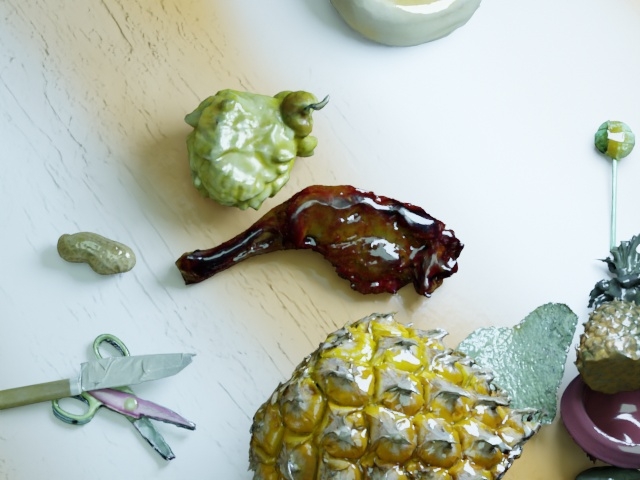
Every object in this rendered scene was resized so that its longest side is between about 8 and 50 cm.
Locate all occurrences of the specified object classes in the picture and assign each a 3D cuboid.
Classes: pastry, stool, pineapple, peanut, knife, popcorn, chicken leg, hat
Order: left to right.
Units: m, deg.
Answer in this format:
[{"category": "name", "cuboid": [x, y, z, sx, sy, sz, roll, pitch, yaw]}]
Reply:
[{"category": "knife", "cuboid": [-0.313, 0.184, 1.509, 0.298, 0.017, 0.047, -10, 65, -2]}, {"category": "peanut", "cuboid": [-0.311, 0.017, 1.557, 0.113, 0.054, 0.054, 16, 73, 1]}, {"category": "popcorn", "cuboid": [-0.089, -0.133, 1.571, 0.195, 0.173, 0.168, -11, 63, -14]}, {"category": "chicken leg", "cuboid": [0.000, 0.000, 1.581, 0.407, 0.096, 0.158, -1, 93, -5]}, {"category": "pineapple", "cuboid": [0.084, 0.265, 1.399, 0.300, 0.352, 0.352, 40, 74, 16]}, {"category": "pastry", "cuboid": [0.122, -0.410, 1.682, 0.265, 0.133, 0.265, 2, 74, -7]}, {"category": "stool", "cuboid": [0.397, 0.362, 1.521, 0.096, 0.096, 0.110, -4, 81, -8]}, {"category": "pineapple", "cuboid": [0.415, 0.096, 1.560, 0.125, 0.125, 0.251, 20, 48, -1]}, {"category": "hat", "cuboid": [0.431, 0.247, 1.544, 0.205, 0.089, 0.205, -2, 41, 2]}]

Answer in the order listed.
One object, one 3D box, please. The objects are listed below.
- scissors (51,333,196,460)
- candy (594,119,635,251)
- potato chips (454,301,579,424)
[{"category": "scissors", "cuboid": [-0.260, 0.224, 1.519, 0.187, 0.020, 0.133, 33, 77, 5]}, {"category": "candy", "cuboid": [0.438, -0.081, 1.676, 0.061, 0.061, 0.202, 5, 82, -5]}, {"category": "potato chips", "cuboid": [0.271, 0.184, 1.567, 0.228, 0.059, 0.167, -29, 66, 2]}]
